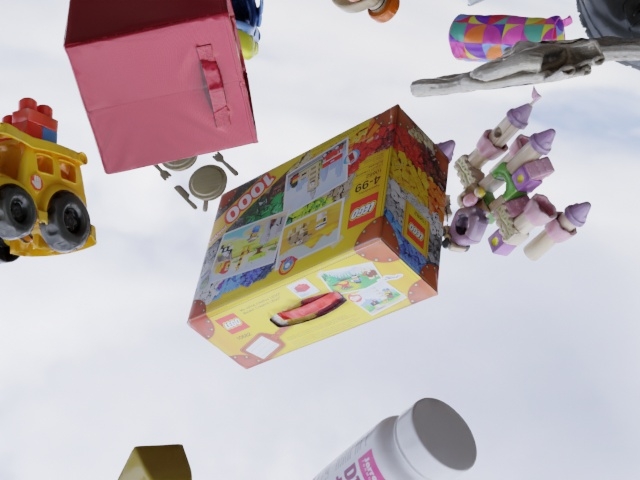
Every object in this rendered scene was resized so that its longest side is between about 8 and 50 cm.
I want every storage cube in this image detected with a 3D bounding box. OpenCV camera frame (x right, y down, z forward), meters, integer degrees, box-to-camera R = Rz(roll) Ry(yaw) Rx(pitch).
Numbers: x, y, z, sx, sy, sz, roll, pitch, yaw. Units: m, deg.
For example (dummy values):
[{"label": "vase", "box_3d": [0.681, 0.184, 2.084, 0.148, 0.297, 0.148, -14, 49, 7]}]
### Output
[{"label": "storage cube", "box_3d": [-0.192, -0.219, 1.362, 0.193, 0.183, 0.215, -12, -143, -1]}]

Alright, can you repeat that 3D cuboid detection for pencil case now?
[{"label": "pencil case", "box_3d": [0.374, -0.401, 2.201, 0.236, 0.104, 0.104, 8, -164, 30]}]

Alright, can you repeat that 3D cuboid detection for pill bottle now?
[{"label": "pill bottle", "box_3d": [0.114, 0.386, 1.813, 0.160, 0.283, 0.160, 27, -144, -23]}]

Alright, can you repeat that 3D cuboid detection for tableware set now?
[{"label": "tableware set", "box_3d": [-0.270, -0.150, 2.387, 0.194, 0.128, 0.039, 45, 170, 29]}]

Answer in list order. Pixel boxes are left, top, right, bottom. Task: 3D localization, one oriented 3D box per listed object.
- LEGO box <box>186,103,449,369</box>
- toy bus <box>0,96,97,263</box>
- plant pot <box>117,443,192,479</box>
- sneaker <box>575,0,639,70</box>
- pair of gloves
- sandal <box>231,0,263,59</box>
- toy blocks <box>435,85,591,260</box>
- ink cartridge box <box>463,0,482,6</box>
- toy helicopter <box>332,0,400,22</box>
[{"label": "LEGO box", "box_3d": [0.000, 0.000, 2.261, 0.193, 0.500, 0.372, 42, -140, -31]}, {"label": "toy bus", "box_3d": [-0.405, -0.086, 1.442, 0.149, 0.211, 0.220, -8, 168, 28]}, {"label": "plant pot", "box_3d": [-0.225, 0.344, 1.550, 0.081, 0.081, 0.083, 5, -145, -38]}, {"label": "sneaker", "box_3d": [0.412, -0.225, 1.270, 0.286, 0.109, 0.130, 48, 166, 2]}, {"label": "pair of gloves", "box_3d": [0.238, -0.196, 1.197, 0.240, 0.042, 0.204, -20, -166, -41]}, {"label": "sandal", "box_3d": [-0.145, -0.371, 1.803, 0.126, 0.138, 0.317, 10, -170, -12]}, {"label": "toy blocks", "box_3d": [0.407, -0.141, 2.347, 0.309, 0.260, 0.288, 7, -129, -37]}, {"label": "ink cartridge box", "box_3d": [0.201, -0.322, 1.220, 0.122, 0.088, 0.052, -23, -168, 9]}, {"label": "toy helicopter", "box_3d": [0.137, -0.718, 2.702, 0.140, 0.355, 0.235, 27, -174, -42]}]
